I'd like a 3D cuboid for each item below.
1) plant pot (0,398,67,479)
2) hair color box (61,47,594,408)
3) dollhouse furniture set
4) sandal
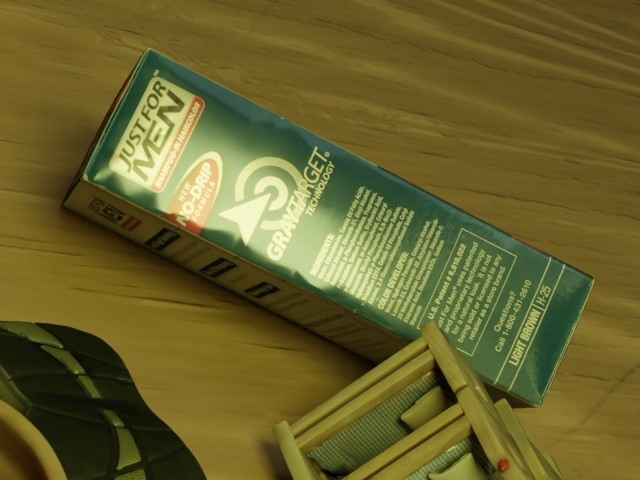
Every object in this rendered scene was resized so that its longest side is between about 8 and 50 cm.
[{"bbox_3d":[-0.228,0.167,0.892,0.237,0.110,0.237,2,36,-1],"label":"plant pot"},{"bbox_3d":[0.000,0.000,1.387,0.347,0.105,0.174,27,-11,-9],"label":"hair color box"},{"bbox_3d":[0.085,0.175,1.279,0.184,0.129,0.129,48,11,-42],"label":"dollhouse furniture set"},{"bbox_3d":[-0.142,0.136,1.124,0.120,0.086,0.303,14,16,-21],"label":"sandal"}]
